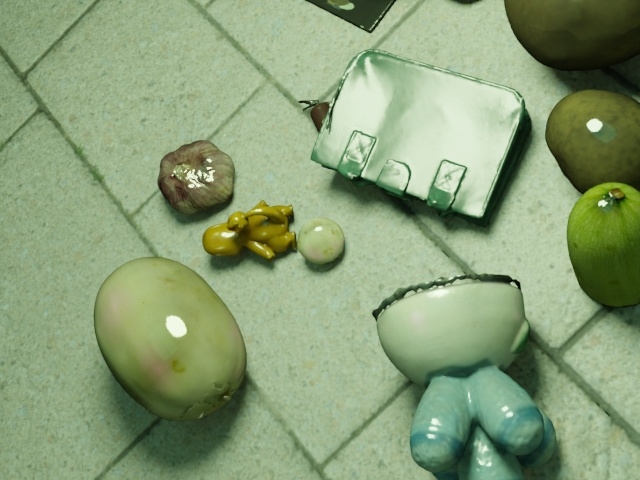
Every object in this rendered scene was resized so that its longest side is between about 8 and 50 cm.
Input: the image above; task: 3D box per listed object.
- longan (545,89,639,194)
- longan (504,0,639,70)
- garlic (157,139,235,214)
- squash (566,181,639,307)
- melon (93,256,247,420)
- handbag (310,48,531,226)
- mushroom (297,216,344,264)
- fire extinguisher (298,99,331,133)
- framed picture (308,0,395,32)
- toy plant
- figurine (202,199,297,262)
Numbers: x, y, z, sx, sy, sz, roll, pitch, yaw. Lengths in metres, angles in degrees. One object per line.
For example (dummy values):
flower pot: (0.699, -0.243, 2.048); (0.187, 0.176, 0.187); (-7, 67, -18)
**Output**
longan: (0.430, -0.148, 1.379); (0.187, 0.167, 0.167); (36, 87, 24)
longan: (0.428, -0.402, 1.421); (0.297, 0.297, 0.297); (-9, 66, 21)
garlic: (-0.239, -0.122, 1.716); (0.159, 0.102, 0.147); (15, 75, 28)
squash: (0.412, 0.000, 1.283); (0.133, 0.247, 0.132); (-9, 65, 20)
melon: (-0.257, 0.165, 1.539); (0.223, 0.223, 0.317); (-44, 62, 3)
handbag: (0.170, -0.178, 1.534); (0.326, 0.089, 0.238); (21, 84, 20)
mushroom: (0.000, 0.000, 1.577); (0.083, 0.083, 0.067); (-41, 18, 5)
fire extinguisher: (0.023, -0.208, 1.668); (0.078, 0.045, 0.157); (-17, 59, -14)
framed picture: (0.107, -0.583, 1.795); (0.244, 0.013, 0.324); (35, 87, 32)
toy plant: (0.216, 0.236, 1.298); (0.247, 0.247, 0.332); (-18, 66, 17)
figurine: (-0.135, -0.018, 1.615); (0.176, 0.122, 0.121); (-17, 66, 17)
